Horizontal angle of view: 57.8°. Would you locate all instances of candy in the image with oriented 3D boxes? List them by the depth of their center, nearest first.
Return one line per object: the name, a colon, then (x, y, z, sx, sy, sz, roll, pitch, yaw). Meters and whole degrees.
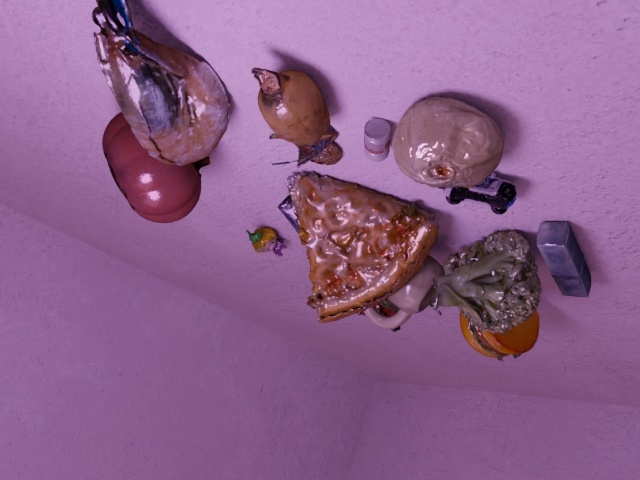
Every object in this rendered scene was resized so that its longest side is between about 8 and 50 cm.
candy: (0.000, 0.000, 1.653, 0.061, 0.088, 0.312, -35, 100, 21)

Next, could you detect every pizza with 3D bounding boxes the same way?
pizza: (0.122, 0.018, 1.532, 0.391, 0.080, 0.435, -5, 113, 18)

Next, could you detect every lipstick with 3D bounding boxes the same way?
lipstick: (0.609, 0.050, 1.442, 0.076, 0.078, 0.289, 4, 153, 36)

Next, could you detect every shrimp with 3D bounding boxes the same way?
shrimp: (-0.324, -0.327, 1.191, 0.110, 0.221, 0.446, 52, 171, 37)
shrimp: (-0.022, -0.228, 1.355, 0.184, 0.043, 0.091, 27, 151, -38)

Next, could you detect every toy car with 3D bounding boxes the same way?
toy car: (0.342, -0.115, 1.270, 0.170, 0.070, 0.080, 14, 159, 9)

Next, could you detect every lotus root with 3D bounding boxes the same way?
lotus root: (-0.058, -0.271, 1.157, 0.118, 0.125, 0.221, 54, -175, 36)

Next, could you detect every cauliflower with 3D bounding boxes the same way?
cauliflower: (0.427, 0.100, 1.524, 0.281, 0.260, 0.327, 18, 125, -7)

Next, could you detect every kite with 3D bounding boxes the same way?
kite: (-0.036, -0.236, 1.301, 0.160, 0.010, 0.183, -3, 135, -7)

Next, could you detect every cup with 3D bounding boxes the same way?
cup: (0.213, 0.129, 1.663, 0.202, 0.255, 0.173, 38, 180, 25)

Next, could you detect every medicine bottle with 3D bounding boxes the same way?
medicine bottle: (0.121, -0.213, 1.236, 0.057, 0.057, 0.089, 15, 159, 11)

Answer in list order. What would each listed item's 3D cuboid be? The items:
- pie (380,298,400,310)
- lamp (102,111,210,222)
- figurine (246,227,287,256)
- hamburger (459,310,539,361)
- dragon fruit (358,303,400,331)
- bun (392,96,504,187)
pie: (0.250, 0.132, 1.807, 0.186, 0.187, 0.041, 24, -178, -13)
lamp: (-0.407, -0.199, 1.470, 0.305, 0.239, 0.305, 58, 167, 21)
figurine: (-0.201, -0.006, 1.991, 0.115, 0.095, 0.156, 29, -172, 38)
hamburger: (0.539, 0.251, 1.779, 0.246, 0.246, 0.170, 26, 149, -18)
dragon fruit: (0.188, 0.171, 1.905, 0.193, 0.192, 0.274, -14, 99, 48)
bun: (0.246, -0.172, 1.123, 0.220, 0.134, 0.220, 17, 155, 8)
